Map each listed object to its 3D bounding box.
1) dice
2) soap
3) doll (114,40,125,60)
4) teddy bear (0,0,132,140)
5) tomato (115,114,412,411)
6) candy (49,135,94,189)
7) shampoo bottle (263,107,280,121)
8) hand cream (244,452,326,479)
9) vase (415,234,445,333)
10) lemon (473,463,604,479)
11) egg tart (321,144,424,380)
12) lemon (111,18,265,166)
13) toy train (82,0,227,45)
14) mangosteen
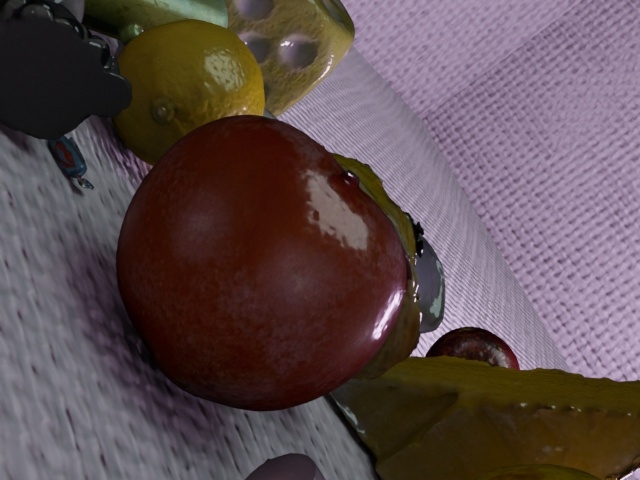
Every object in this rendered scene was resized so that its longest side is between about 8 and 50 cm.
[{"bbox_3d":[-0.098,-0.339,2.142,0.233,0.227,0.238,47,15,-19],"label":"dice"},{"bbox_3d":[0.215,0.177,1.624,0.304,0.338,0.169,55,11,-2],"label":"soap"},{"bbox_3d":[-0.213,-0.230,1.794,0.106,0.062,0.162,51,11,10],"label":"doll"},{"bbox_3d":[-0.287,-0.221,1.320,0.171,0.144,0.251,23,27,-40],"label":"teddy bear"},{"bbox_3d":[-0.058,0.029,1.235,0.265,0.265,0.265,50,13,-16],"label":"tomato"},{"bbox_3d":[-0.246,-0.082,1.359,0.083,0.020,0.030,57,12,23],"label":"candy"},{"bbox_3d":[-0.082,-0.135,1.956,0.234,0.087,0.118,38,17,-52],"label":"shampoo bottle"},{"bbox_3d":[0.015,0.298,1.203,0.248,0.083,0.133,60,9,-24],"label":"hand cream"},{"bbox_3d":[0.014,0.007,1.836,0.251,0.156,0.301,44,9,39],"label":"vase"},{"bbox_3d":[0.226,0.347,1.407,0.267,0.267,0.267,50,13,-16],"label":"lemon"},{"bbox_3d":[0.000,0.000,1.457,0.120,0.315,0.315,-39,94,-37],"label":"egg tart"},{"bbox_3d":[-0.153,-0.162,1.560,0.178,0.178,0.203,52,19,-6],"label":"lemon"},{"bbox_3d":[-0.245,-0.308,1.670,0.307,0.126,0.189,16,64,-42],"label":"toy train"},{"bbox_3d":[0.229,0.212,2.061,0.145,0.156,0.181,22,-22,24],"label":"mangosteen"}]
